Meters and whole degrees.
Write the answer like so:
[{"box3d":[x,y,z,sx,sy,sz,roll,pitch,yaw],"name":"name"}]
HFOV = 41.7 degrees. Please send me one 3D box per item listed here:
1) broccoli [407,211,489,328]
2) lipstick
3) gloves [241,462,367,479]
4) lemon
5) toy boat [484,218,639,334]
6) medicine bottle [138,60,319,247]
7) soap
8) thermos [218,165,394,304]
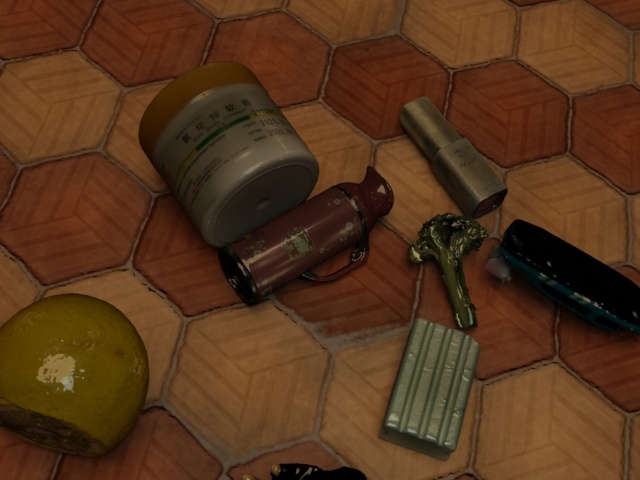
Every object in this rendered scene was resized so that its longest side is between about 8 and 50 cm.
[{"box3d":[0.233,0.053,1.454,0.122,0.118,0.204,2,74,-34],"name":"broccoli"},{"box3d":[0.243,-0.159,1.578,0.078,0.077,0.253,-26,66,-19],"name":"lipstick"},{"box3d":[-0.048,0.390,1.218,0.203,0.124,0.164,-16,15,22],"name":"gloves"},{"box3d":[-0.363,0.184,1.229,0.240,0.240,0.219,14,57,2],"name":"lemon"},{"box3d":[0.436,0.086,1.458,0.298,0.092,0.134,32,32,5],"name":"toy boat"},{"box3d":[-0.156,-0.146,1.438,0.237,0.238,0.232,-28,67,-20],"name":"medicine bottle"},{"box3d":[0.178,0.236,1.350,0.119,0.067,0.198,19,60,4],"name":"soap"},{"box3d":[-0.001,-0.006,1.448,0.330,0.110,0.136,-30,67,-21],"name":"thermos"}]
